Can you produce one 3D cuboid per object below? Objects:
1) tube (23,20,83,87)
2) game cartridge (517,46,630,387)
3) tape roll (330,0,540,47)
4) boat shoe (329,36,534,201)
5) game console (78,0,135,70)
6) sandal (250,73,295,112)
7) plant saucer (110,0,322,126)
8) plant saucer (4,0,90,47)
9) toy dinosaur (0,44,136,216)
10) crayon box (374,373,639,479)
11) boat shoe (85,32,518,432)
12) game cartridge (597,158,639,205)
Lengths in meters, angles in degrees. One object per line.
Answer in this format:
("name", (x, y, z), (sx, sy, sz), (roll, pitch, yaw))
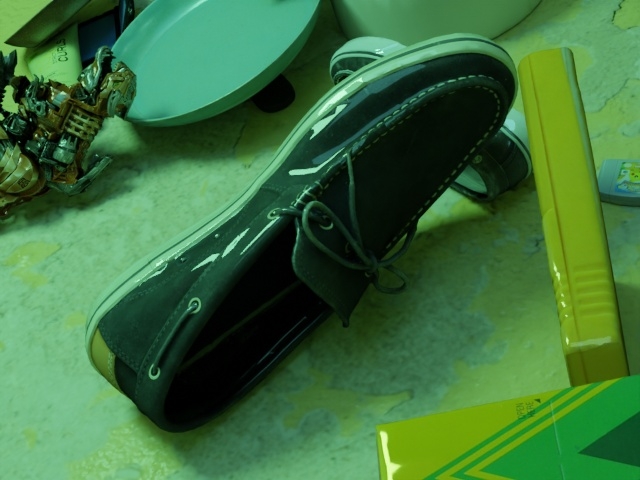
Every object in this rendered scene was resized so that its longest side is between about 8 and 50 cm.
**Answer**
("tube", (-0.351, -0.220, 1.720), (0.070, 0.062, 0.240), (2, 32, -18))
("game cartridge", (0.212, 0.054, 1.025), (0.053, 0.285, 0.323), (-9, 43, 13))
("tape roll", (0.143, -0.355, 1.620), (0.286, 0.100, 0.286), (-12, 42, 12))
("boat shoe", (0.100, -0.127, 1.404), (0.102, 0.108, 0.301), (-40, 52, -21))
("game console", (-0.299, -0.304, 1.777), (0.071, 0.107, 0.122), (3, 40, -15))
("sandal", (-0.088, -0.219, 1.618), (0.067, 0.040, 0.179), (-33, 43, -10))
("plant saucer", (-0.130, -0.248, 1.607), (0.318, 0.043, 0.317), (-20, 40, 17))
("plant saucer", (-0.352, -0.326, 1.784), (0.198, 0.036, 0.198), (-37, 17, 13))
("toy dinosaur", (-0.371, -0.122, 1.539), (0.322, 0.164, 0.218), (-39, 82, -10))
("crayon box", (0.229, 0.224, 0.782), (0.313, 0.363, 0.106), (-11, 43, 11))
("boat shoe", (0.000, 0.000, 1.230), (0.500, 0.187, 0.156), (-39, 48, 1))
("game cartridge", (0.320, -0.058, 1.299), (0.083, 0.017, 0.056), (2, 51, 25))
